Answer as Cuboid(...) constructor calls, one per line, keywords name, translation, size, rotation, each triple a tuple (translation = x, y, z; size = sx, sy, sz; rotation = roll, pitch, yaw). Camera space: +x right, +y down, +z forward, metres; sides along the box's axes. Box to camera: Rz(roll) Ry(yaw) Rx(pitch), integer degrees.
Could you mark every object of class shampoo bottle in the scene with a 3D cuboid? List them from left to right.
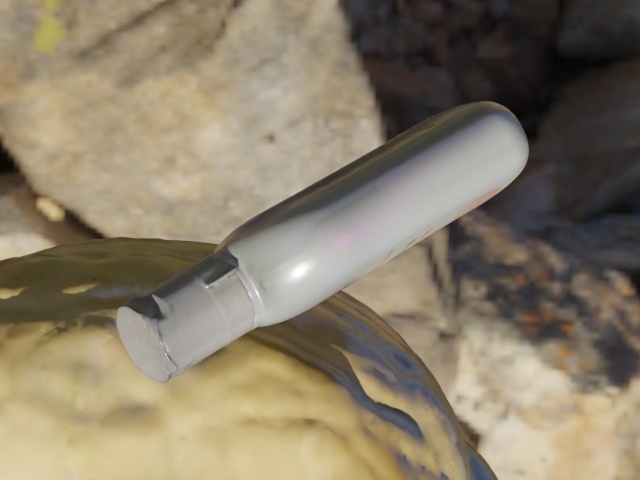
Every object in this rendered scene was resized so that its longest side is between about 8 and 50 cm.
Cuboid(name="shampoo bottle", translation=(0.000, 0.000, 0.728), size=(0.165, 0.080, 0.040), rotation=(-31, 94, -29))

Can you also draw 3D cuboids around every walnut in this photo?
Cuboid(name="walnut", translation=(-0.070, 0.136, 0.839), size=(0.252, 0.313, 0.277), rotation=(-18, 109, -79))
